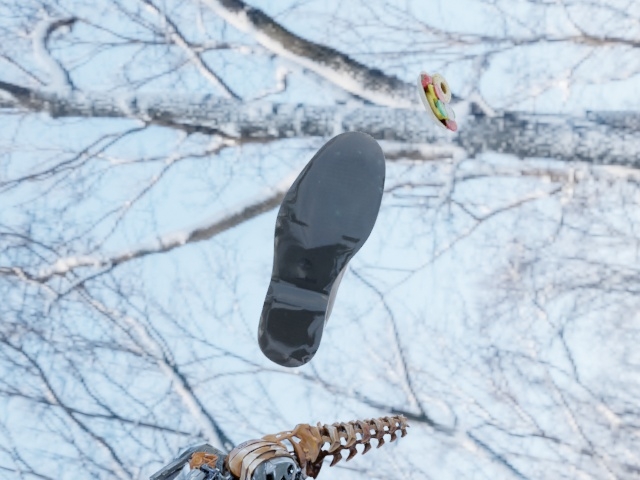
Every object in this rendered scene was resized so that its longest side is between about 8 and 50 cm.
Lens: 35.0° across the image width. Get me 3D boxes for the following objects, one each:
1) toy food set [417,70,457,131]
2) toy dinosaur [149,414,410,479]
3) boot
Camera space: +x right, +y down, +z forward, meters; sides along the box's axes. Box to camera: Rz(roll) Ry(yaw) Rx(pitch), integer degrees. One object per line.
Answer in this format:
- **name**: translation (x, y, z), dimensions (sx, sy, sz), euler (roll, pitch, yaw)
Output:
- **toy food set**: translation (0.145, -0.172, 1.252), dimensions (0.083, 0.020, 0.082), euler (12, -123, -62)
- **toy dinosaur**: translation (-0.052, 0.266, 0.998), dimensions (0.322, 0.218, 0.164), euler (-41, -33, -1)
- **boot**: translation (0.000, 0.000, 1.256), dimensions (0.115, 0.112, 0.305), euler (-58, -10, -71)
